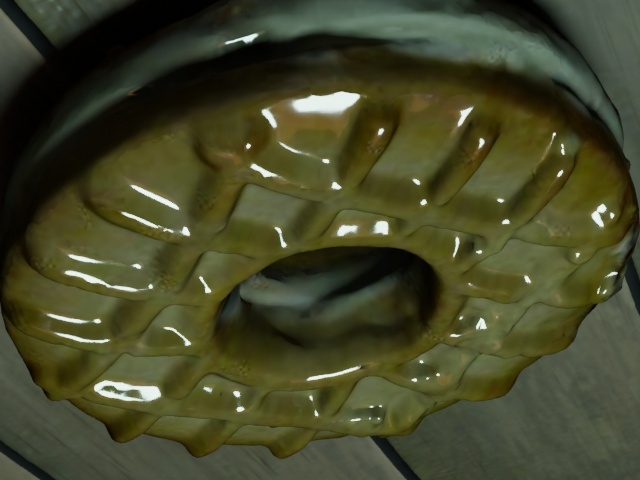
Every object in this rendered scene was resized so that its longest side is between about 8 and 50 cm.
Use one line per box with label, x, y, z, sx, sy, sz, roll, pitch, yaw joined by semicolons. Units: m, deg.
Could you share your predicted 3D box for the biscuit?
biscuit;0.000;0.000;0.850;0.332;0.103;0.332;-8;145;-5
